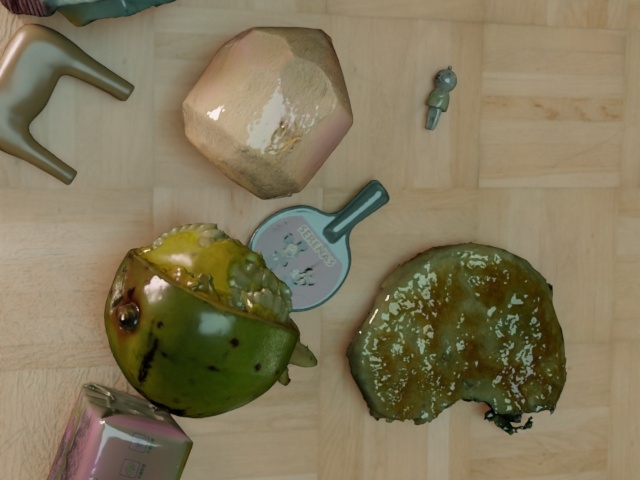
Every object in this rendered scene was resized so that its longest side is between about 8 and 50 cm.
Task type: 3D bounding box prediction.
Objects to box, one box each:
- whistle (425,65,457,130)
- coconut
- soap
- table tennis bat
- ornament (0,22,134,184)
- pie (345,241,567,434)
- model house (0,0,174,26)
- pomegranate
[{"bbox_3d":[0.177,-0.212,1.632,0.035,0.035,0.100,18,92,-19],"label":"whistle"},{"bbox_3d":[-0.063,-0.183,1.467,0.224,0.224,0.234,38,96,-18],"label":"coconut"},{"bbox_3d":[-0.277,0.315,1.464,0.138,0.182,0.199,21,90,-19],"label":"soap"},{"bbox_3d":[0.000,0.000,1.600,0.244,0.040,0.153,-39,105,-6],"label":"table tennis bat"},{"bbox_3d":[-0.405,-0.177,1.434,0.245,0.061,0.230,33,88,-19],"label":"ornament"},{"bbox_3d":[0.216,0.150,1.663,0.371,0.078,0.297,5,95,-20],"label":"pie"},{"bbox_3d":[-0.336,-0.415,1.385,0.230,0.248,0.281,-42,125,-50],"label":"model house"},{"bbox_3d":[-0.138,0.119,1.466,0.340,0.260,0.260,30,86,-43],"label":"pomegranate"}]
